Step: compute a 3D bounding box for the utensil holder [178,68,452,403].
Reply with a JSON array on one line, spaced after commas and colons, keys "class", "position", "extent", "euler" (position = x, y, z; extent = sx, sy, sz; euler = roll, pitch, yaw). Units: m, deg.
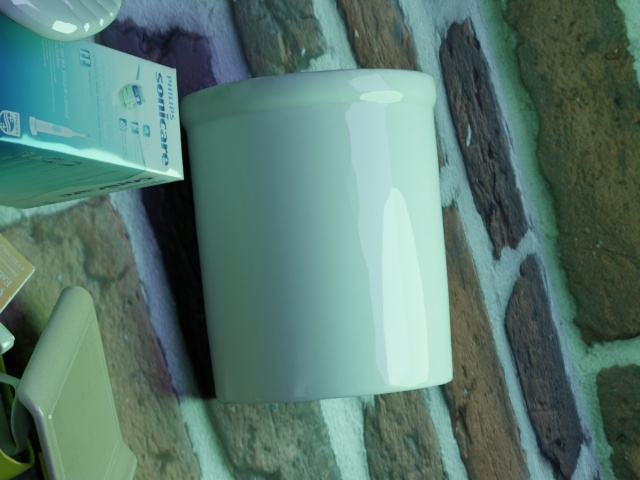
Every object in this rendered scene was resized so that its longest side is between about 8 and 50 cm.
[{"class": "utensil holder", "position": [0.000, 0.000, 1.850], "extent": [0.327, 0.328, 0.385], "euler": [-2, 87, -62]}]

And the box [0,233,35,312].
[{"class": "box", "position": [-0.370, 0.047, 1.335], "extent": [0.130, 0.091, 0.170], "euler": [49, 47, -19]}]

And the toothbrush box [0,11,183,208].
[{"class": "toothbrush box", "position": [-0.304, -0.117, 1.428], "extent": [0.295, 0.216, 0.126], "euler": [11, 72, -59]}]

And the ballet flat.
[{"class": "ballet flat", "position": [-0.333, 0.129, 1.449], "extent": [0.077, 0.077, 0.231], "euler": [-26, 105, -59]}]

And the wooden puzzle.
[{"class": "wooden puzzle", "position": [-0.258, 0.199, 1.532], "extent": [0.221, 0.044, 0.238], "euler": [-81, 161, -61]}]

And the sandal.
[{"class": "sandal", "position": [-0.270, -0.278, 1.394], "extent": [0.169, 0.102, 0.416], "euler": [45, 21, -21]}]
